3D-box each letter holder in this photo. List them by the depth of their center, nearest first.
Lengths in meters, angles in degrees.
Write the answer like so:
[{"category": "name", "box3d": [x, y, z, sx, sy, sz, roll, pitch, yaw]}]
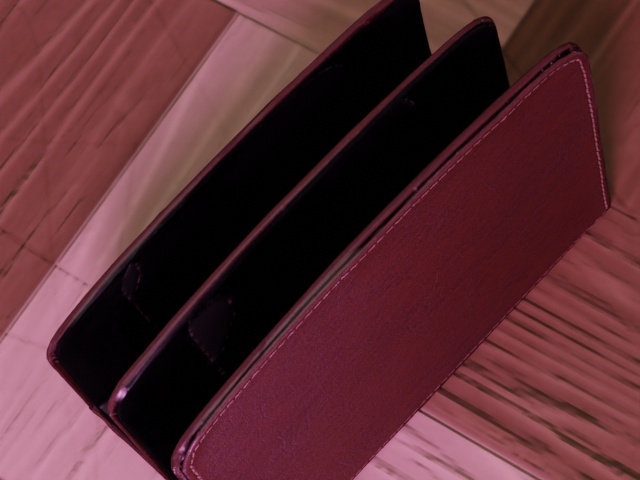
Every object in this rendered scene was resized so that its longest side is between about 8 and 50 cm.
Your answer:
[{"category": "letter holder", "box3d": [0.000, 0.000, 1.068, 0.152, 0.214, 0.302, 40, 79, 24]}]
